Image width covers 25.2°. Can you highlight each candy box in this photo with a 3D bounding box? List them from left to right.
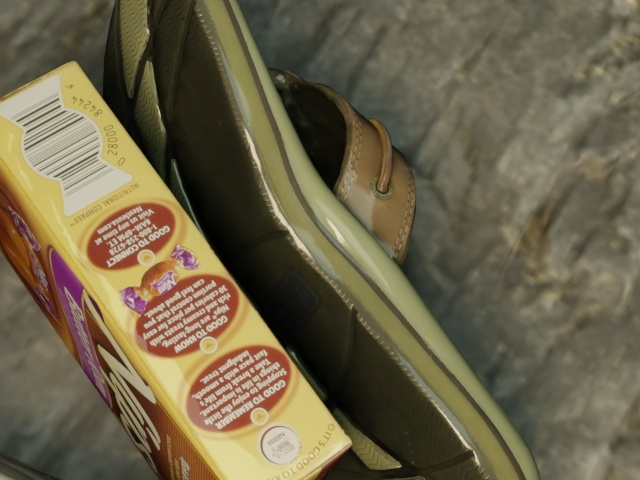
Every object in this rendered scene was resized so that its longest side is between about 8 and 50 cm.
[{"bbox_3d":[-0.068,0.033,0.572,0.053,0.109,0.187,-34,76,-21],"label":"candy box"}]

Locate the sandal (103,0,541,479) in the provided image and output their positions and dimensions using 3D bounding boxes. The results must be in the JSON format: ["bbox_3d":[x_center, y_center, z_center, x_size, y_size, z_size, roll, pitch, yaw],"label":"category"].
[{"bbox_3d":[0.000,0.002,0.608,0.086,0.120,0.303,-26,80,-37],"label":"sandal"}]

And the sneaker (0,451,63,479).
[{"bbox_3d":[-0.132,0.140,0.536,0.297,0.111,0.129,29,81,7],"label":"sneaker"}]
